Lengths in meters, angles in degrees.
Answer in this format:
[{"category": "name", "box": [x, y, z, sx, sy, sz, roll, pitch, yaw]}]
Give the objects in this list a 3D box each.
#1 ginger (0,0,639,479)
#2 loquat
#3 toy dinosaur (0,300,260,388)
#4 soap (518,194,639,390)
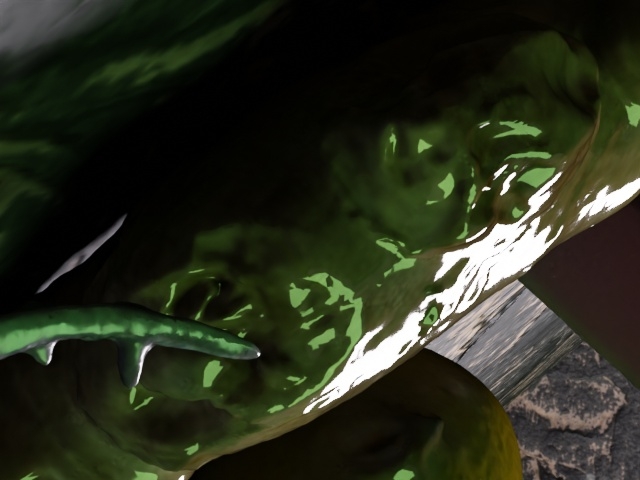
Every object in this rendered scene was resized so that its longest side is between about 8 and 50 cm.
[{"category": "ginger", "box": [0.002, -0.002, 0.419, 0.213, 0.074, 0.137, -29, 167, -24]}, {"category": "loquat", "box": [0.015, 0.113, 0.782, 0.152, 0.152, 0.195, -37, 162, -16]}, {"category": "toy dinosaur", "box": [-0.098, 0.039, 0.298, 0.209, 0.039, 0.082, -17, 167, -38]}, {"category": "soap", "box": [0.216, 0.056, 0.932, 0.081, 0.259, 0.181, -49, 167, 14]}]
